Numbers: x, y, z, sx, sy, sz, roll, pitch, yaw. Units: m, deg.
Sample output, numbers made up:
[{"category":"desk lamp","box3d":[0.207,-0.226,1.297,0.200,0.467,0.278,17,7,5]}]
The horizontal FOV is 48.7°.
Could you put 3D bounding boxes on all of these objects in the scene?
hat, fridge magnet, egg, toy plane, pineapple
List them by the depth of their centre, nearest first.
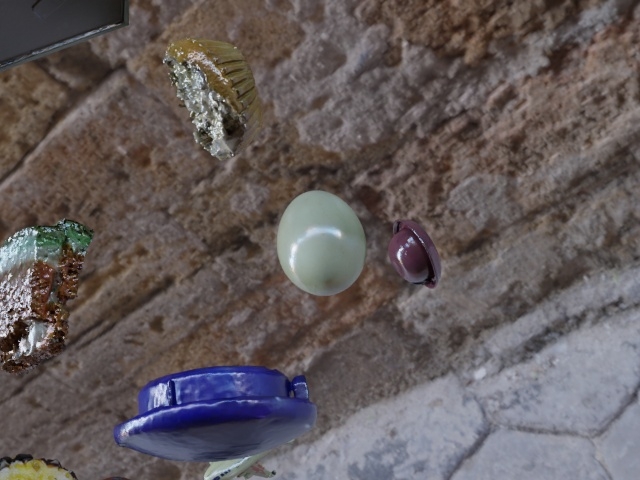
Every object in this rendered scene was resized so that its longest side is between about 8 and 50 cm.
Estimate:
[{"category":"fridge magnet","box3d":[-0.137,0.233,0.936,0.265,0.265,0.113,-24,63,35]},{"category":"pineapple","box3d":[-0.594,0.576,1.315,0.272,0.262,0.262,-46,29,18]},{"category":"egg","box3d":[0.000,0.000,1.507,0.188,0.188,0.254,-33,48,23]},{"category":"toy plane","box3d":[-0.179,0.526,1.767,0.256,0.242,0.104,-19,33,-24]},{"category":"hat","box3d":[0.228,0.042,1.799,0.089,0.205,0.205,-28,27,-15]}]

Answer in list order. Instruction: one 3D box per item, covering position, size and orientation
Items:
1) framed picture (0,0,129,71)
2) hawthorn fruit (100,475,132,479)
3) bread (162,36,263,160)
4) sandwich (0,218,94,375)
[{"category":"framed picture","box3d":[-0.444,-0.400,1.180,0.289,0.020,0.211,-33,-19,-31]},{"category":"hawthorn fruit","box3d":[-0.515,0.759,1.760,0.265,0.265,0.307,-6,38,49]},{"category":"bread","box3d":[-0.225,-0.317,1.527,0.149,0.274,0.274,-35,24,-24]},{"category":"sandwich","box3d":[-0.373,0.077,0.882,0.235,0.079,0.159,-30,55,38]}]
